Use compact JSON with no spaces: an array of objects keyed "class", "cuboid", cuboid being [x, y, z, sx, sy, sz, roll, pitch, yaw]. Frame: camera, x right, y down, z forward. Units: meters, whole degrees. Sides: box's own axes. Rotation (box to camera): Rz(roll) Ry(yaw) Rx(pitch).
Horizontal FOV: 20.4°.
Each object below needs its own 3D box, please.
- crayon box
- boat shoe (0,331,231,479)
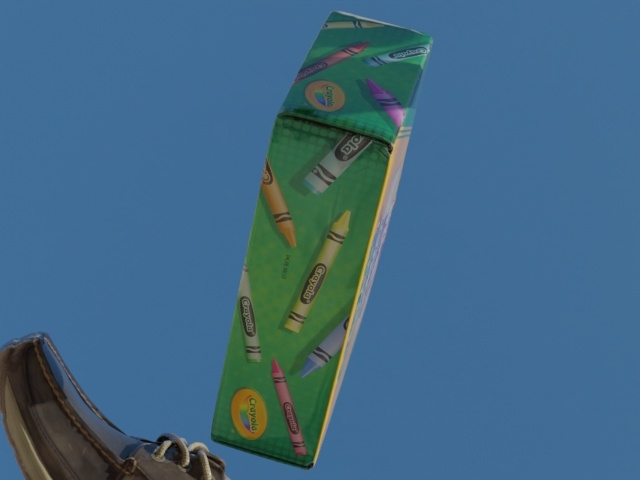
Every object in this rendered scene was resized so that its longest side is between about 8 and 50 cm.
[{"class":"crayon box","cuboid":[0.000,0.000,1.254,0.081,0.165,0.278,16,-57,4]},{"class":"boat shoe","cuboid":[-0.129,0.211,1.422,0.130,0.132,0.355,-31,-76,2]}]
